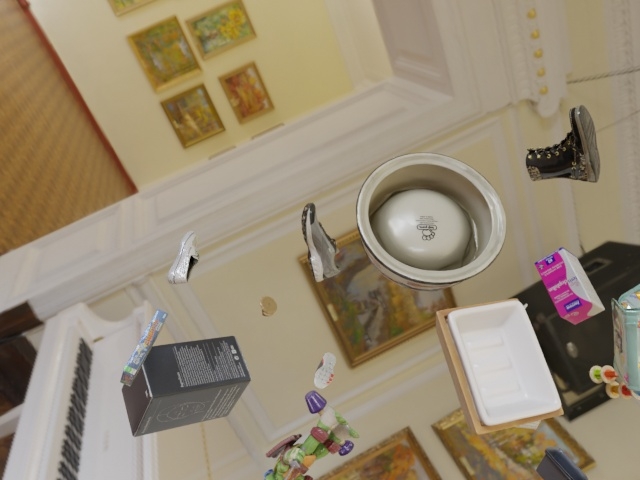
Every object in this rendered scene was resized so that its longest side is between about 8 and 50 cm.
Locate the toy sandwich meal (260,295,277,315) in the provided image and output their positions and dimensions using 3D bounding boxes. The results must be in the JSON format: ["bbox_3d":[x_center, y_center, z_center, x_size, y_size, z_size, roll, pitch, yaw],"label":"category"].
[{"bbox_3d":[-0.210,0.262,2.236,0.029,0.086,0.085,-43,-112,41],"label":"toy sandwich meal"}]

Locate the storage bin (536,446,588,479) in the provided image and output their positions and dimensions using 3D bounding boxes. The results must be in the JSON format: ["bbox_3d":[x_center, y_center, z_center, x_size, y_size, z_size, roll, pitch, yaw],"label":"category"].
[{"bbox_3d":[0.757,0.735,1.777,0.098,0.091,0.135,12,25,-33],"label":"storage bin"}]

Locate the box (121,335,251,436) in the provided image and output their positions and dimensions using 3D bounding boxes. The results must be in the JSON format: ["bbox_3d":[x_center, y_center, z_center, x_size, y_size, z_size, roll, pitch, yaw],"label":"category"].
[{"bbox_3d":[-0.516,0.552,2.154,0.293,0.396,0.212,-58,-132,37],"label":"box"}]

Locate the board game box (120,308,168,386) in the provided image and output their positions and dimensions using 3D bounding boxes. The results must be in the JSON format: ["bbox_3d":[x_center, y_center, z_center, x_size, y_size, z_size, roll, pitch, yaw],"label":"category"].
[{"bbox_3d":[-0.510,0.310,1.626,0.035,0.201,0.136,27,-33,-8],"label":"board game box"}]

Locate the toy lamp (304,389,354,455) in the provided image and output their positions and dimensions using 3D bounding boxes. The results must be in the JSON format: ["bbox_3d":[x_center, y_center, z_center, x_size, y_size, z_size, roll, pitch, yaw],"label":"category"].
[{"bbox_3d":[0.031,0.695,2.156,0.274,0.080,0.080,58,-4,-12],"label":"toy lamp"}]

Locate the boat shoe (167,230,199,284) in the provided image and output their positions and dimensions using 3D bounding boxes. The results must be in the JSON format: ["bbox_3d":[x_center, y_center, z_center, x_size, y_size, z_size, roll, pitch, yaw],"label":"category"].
[{"bbox_3d":[-0.461,0.065,1.982,0.083,0.076,0.226,79,20,-53],"label":"boat shoe"}]

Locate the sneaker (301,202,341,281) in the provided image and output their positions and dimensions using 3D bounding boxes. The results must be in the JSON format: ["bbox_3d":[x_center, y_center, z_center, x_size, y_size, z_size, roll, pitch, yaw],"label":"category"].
[{"bbox_3d":[0.000,0.000,1.863,0.100,0.108,0.271,-113,-170,-71],"label":"sneaker"}]

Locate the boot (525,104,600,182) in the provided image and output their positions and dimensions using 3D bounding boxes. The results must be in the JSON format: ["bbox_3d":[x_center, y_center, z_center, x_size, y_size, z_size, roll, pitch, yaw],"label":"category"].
[{"bbox_3d":[0.626,-0.242,1.481,0.179,0.085,0.236,2,-40,38],"label":"boot"}]

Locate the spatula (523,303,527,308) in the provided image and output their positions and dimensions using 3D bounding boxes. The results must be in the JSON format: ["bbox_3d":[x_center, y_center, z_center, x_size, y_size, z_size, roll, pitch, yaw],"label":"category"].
[{"bbox_3d":[0.714,0.345,2.224,0.019,0.242,0.168,43,-21,2],"label":"spatula"}]

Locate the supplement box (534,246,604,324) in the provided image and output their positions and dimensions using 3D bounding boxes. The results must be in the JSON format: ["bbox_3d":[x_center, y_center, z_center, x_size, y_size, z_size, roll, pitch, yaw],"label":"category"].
[{"bbox_3d":[0.822,0.150,1.864,0.114,0.111,0.220,24,40,-39],"label":"supplement box"}]

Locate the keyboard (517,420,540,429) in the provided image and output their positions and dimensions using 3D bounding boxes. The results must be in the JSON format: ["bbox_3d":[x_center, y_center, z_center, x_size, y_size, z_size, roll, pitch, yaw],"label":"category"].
[{"bbox_3d":[0.735,0.627,1.974,0.014,0.072,0.256,36,6,40],"label":"keyboard"}]

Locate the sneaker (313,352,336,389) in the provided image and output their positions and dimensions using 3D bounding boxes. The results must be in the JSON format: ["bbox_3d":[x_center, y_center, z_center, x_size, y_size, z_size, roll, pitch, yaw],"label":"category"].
[{"bbox_3d":[0.010,0.451,1.897,0.061,0.065,0.158,33,35,0],"label":"sneaker"}]

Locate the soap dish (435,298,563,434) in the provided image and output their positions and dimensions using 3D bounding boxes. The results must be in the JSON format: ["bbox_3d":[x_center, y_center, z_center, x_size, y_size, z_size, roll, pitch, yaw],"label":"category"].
[{"bbox_3d":[0.412,0.295,1.336,0.118,0.229,0.290,112,-33,-60],"label":"soap dish"}]

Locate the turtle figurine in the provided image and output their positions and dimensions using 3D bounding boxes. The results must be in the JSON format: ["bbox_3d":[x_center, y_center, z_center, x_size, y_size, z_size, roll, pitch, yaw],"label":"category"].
[{"bbox_3d":[-0.007,0.576,1.421,0.198,0.266,0.275,47,-14,-9],"label":"turtle figurine"}]

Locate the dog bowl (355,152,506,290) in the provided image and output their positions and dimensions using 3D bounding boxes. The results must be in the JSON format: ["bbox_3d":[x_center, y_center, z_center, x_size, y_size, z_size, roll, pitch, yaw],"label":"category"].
[{"bbox_3d":[0.294,-0.039,1.573,0.408,0.408,0.150,62,-15,23],"label":"dog bowl"}]

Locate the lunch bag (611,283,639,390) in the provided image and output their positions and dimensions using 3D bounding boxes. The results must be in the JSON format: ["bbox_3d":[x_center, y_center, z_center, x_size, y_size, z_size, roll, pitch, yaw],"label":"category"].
[{"bbox_3d":[0.846,0.244,1.453,0.160,0.262,0.223,6,-73,51],"label":"lunch bag"}]

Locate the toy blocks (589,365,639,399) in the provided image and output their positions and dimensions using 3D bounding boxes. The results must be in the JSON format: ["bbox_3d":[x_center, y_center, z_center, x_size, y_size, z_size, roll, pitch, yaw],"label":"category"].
[{"bbox_3d":[0.889,0.418,1.657,0.123,0.054,0.148,43,-19,-1],"label":"toy blocks"}]
